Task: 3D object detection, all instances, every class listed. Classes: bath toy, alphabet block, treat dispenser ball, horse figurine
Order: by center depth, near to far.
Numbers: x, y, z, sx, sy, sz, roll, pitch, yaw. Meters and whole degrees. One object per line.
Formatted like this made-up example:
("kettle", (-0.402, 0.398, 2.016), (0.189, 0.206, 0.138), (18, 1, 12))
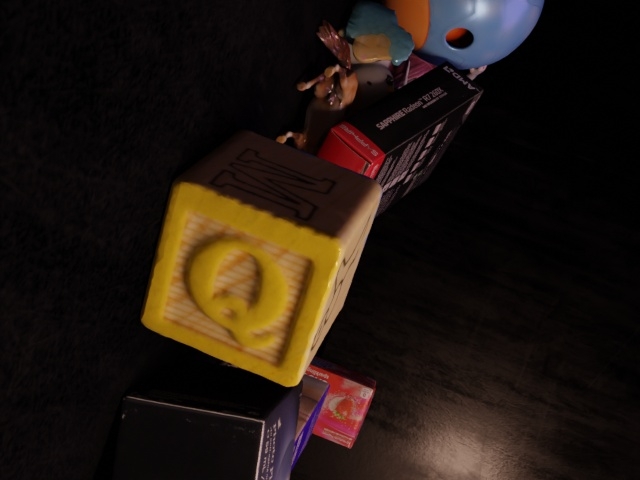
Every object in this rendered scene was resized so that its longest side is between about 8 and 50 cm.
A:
("alphabet block", (-0.062, 0.013, 1.064), (0.197, 0.193, 0.192), (-54, 162, -64))
("horse figurine", (-0.003, -0.192, 1.417), (0.263, 0.066, 0.174), (-68, 166, 18))
("bath toy", (0.082, -0.248, 1.635), (0.348, 0.129, 0.151), (98, 15, -64))
("treat dispenser ball", (0.249, -0.446, 1.662), (0.288, 0.288, 0.288), (21, 90, -83))

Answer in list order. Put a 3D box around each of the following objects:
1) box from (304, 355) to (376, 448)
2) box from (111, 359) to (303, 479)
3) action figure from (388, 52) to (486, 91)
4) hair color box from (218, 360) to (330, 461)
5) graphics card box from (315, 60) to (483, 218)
("box", (-0.030, 0.295, 1.866), (0.122, 0.257, 0.128), (-4, 116, -84))
("box", (-0.143, 0.329, 1.223), (0.294, 0.183, 0.296), (-13, 112, -83))
("action figure", (0.187, -0.394, 1.980), (0.276, 0.248, 0.370), (-15, -130, 65))
("hair color box", (-0.111, 0.290, 1.542), (0.339, 0.185, 0.110), (-43, 153, -75))
("graphics card box", (0.103, -0.135, 1.550), (0.371, 0.094, 0.232), (-35, 160, -45))
